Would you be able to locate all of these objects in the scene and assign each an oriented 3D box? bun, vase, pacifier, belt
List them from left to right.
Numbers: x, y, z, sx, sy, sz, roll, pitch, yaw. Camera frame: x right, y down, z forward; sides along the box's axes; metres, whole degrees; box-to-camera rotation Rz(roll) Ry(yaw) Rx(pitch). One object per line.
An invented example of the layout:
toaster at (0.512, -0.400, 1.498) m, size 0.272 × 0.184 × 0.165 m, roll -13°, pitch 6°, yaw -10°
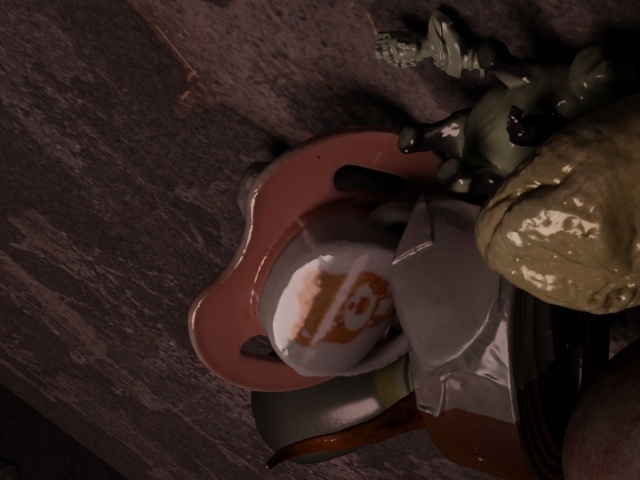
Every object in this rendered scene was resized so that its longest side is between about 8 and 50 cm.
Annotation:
pacifier at (-0.004, 0.014, 1.220) m, size 0.273 × 0.220 × 0.332 m, roll 36°, pitch 117°, yaw 17°
vase at (0.063, 0.193, 1.558) m, size 0.173 × 0.173 × 0.321 m, roll 42°, pitch 146°, yaw -21°
belt at (0.180, 0.088, 1.153) m, size 0.122 × 0.217 × 0.338 m, roll 12°, pitch 133°, yaw 35°
bun at (0.228, -0.021, 0.906) m, size 0.134 × 0.220 × 0.220 m, roll 66°, pitch 159°, yaw 16°

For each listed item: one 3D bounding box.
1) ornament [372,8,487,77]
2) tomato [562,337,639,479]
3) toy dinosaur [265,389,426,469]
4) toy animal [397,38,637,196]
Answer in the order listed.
ornament at (0.099, -0.162, 1.013) m, size 0.092 × 0.041 × 0.068 m, roll -6°, pitch 142°, yaw 38°
tomato at (0.382, 0.218, 1.097) m, size 0.317 × 0.282 × 0.316 m, roll 26°, pitch 157°, yaw 12°
toy dinosaur at (0.150, 0.156, 1.347) m, size 0.432 × 0.208 × 0.097 m, roll 5°, pitch -149°, yaw -28°
toy animal at (0.166, -0.099, 0.975) m, size 0.121 × 0.093 × 0.225 m, roll -3°, pitch 158°, yaw -27°
